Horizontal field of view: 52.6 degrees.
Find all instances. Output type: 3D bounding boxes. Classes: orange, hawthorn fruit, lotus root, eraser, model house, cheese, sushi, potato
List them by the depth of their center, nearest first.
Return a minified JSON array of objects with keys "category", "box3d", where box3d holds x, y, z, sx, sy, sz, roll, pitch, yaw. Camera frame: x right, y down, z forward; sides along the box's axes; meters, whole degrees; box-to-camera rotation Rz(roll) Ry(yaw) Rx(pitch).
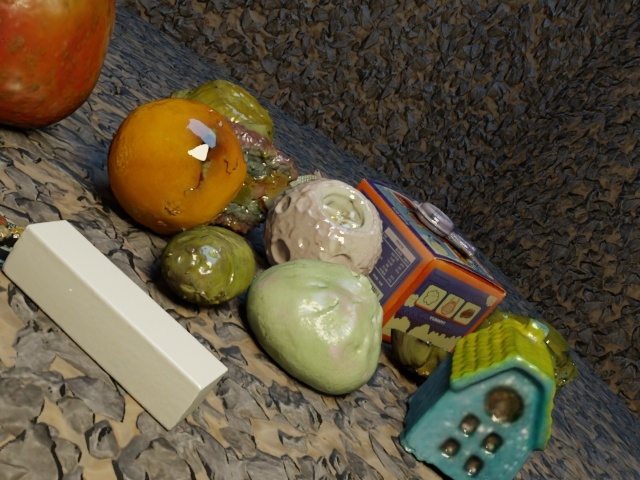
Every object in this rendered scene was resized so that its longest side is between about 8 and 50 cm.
[{"category":"eraser","box3d":[-0.259,0.100,0.814,0.298,0.076,0.078,41,16,8]},{"category":"sushi","box3d":[-0.435,-0.021,0.854,0.126,0.026,0.120,39,16,4]},{"category":"hawthorn fruit","box3d":[-0.532,-0.413,1.092,0.402,0.403,0.403,35,16,-11]},{"category":"potato","box3d":[-0.186,0.040,1.093,0.149,0.113,0.251,32,7,0]},{"category":"orange","box3d":[-0.256,-0.132,1.163,0.246,0.246,0.246,35,16,-11]},{"category":"model house","box3d":[0.310,0.284,1.184,0.215,0.303,0.237,33,16,7]},{"category":"lotus root","box3d":[0.228,0.265,1.390,0.183,0.078,0.203,17,-15,35]},{"category":"sushi","box3d":[-0.188,-0.154,1.422,0.270,0.237,0.170,19,15,-49]},{"category":"cheese","box3d":[0.294,-0.032,1.545,0.191,0.042,0.105,41,19,8]}]

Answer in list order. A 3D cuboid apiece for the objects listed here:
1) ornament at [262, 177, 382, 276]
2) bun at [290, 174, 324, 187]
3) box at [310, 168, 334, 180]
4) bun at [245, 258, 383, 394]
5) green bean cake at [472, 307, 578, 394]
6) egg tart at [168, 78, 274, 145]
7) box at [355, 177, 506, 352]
[{"category":"ornament","box3d":[0.000,0.000,1.384,0.259,0.225,0.260,20,43,-20]},{"category":"bun","box3d":[-0.031,-0.105,1.858,0.183,0.102,0.183,6,42,-6]},{"category":"box","box3d":[0.023,-0.128,2.046,0.133,0.099,0.182,33,17,-26]},{"category":"bun","box3d":[0.009,0.126,1.149,0.283,0.179,0.283,33,19,-13]},{"category":"green bean cake","box3d":[0.596,0.342,1.816,0.309,0.202,0.285,28,21,-31]},{"category":"egg tart","box3d":[-0.270,-0.356,1.945,0.387,0.169,0.388,35,21,-15]},{"category":"box","box3d":[0.214,0.070,1.625,0.318,0.257,0.349,24,21,-39]}]
